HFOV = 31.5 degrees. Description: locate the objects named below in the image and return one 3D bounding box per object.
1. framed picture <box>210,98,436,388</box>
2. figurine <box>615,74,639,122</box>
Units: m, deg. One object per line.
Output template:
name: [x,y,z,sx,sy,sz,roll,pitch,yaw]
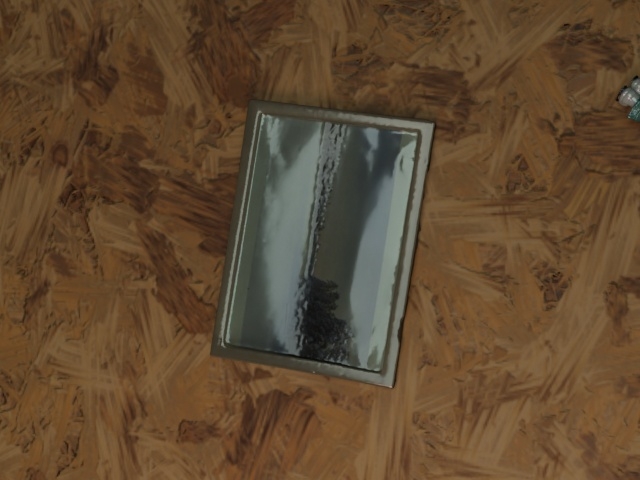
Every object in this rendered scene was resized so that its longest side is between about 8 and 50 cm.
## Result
framed picture: [0.000,0.000,1.233,0.213,0.016,0.289,9,88,16]
figurine: [0.348,-0.123,1.136,0.060,0.047,0.106,-33,67,-26]
